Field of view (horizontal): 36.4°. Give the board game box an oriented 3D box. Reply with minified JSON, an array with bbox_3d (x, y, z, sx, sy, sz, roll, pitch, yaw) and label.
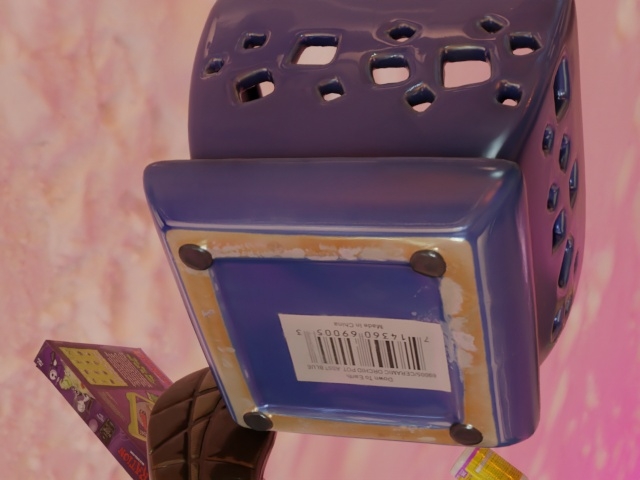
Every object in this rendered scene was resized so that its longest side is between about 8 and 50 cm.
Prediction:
[{"bbox_3d":[-0.247,0.268,1.424,0.208,0.347,0.056,10,114,-53],"label":"board game box"}]

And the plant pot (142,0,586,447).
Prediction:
[{"bbox_3d":[0.037,-0.008,0.600,0.212,0.236,0.236,-69,154,-46],"label":"plant pot"}]

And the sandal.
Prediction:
[{"bbox_3d":[-0.065,0.165,0.627,0.219,0.090,0.060,-102,-169,-51],"label":"sandal"}]

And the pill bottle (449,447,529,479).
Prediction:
[{"bbox_3d":[0.168,0.229,0.925,0.043,0.083,0.043,-49,165,-18],"label":"pill bottle"}]
